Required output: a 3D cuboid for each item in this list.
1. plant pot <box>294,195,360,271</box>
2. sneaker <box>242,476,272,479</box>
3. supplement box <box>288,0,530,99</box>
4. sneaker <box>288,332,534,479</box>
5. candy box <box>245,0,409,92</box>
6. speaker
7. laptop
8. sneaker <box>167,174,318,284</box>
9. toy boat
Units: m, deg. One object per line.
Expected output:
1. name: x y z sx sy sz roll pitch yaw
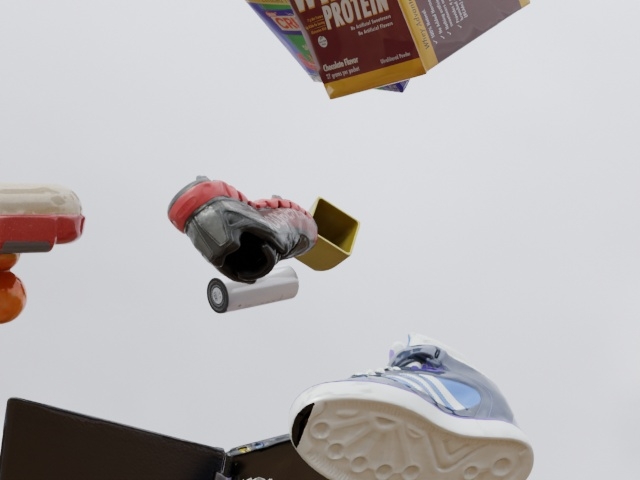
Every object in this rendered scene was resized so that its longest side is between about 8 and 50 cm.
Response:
1. plant pot: 0.000 0.000 1.593 0.081 0.081 0.083 32 -49 -12
2. sneaker: -0.140 0.364 1.115 0.293 0.102 0.146 -25 -19 -46
3. supplement box: 0.074 -0.269 1.002 0.129 0.194 0.191 -7 -67 47
4. sneaker: 0.086 0.194 1.264 0.322 0.236 0.130 14 -71 -22
5. candy box: 0.030 -0.461 2.207 0.268 0.122 0.317 14 -22 39
6. speaker: -0.098 0.072 1.534 0.136 0.055 0.055 -10 -14 -41
7. laptop: -0.178 0.384 1.316 0.236 0.382 0.408 24 19 39
8. sneaker: -0.083 0.001 1.396 0.097 0.135 0.276 -45 -29 19
9. toy boat: -0.348 0.015 1.114 0.151 0.151 0.231 -1 1 -32
